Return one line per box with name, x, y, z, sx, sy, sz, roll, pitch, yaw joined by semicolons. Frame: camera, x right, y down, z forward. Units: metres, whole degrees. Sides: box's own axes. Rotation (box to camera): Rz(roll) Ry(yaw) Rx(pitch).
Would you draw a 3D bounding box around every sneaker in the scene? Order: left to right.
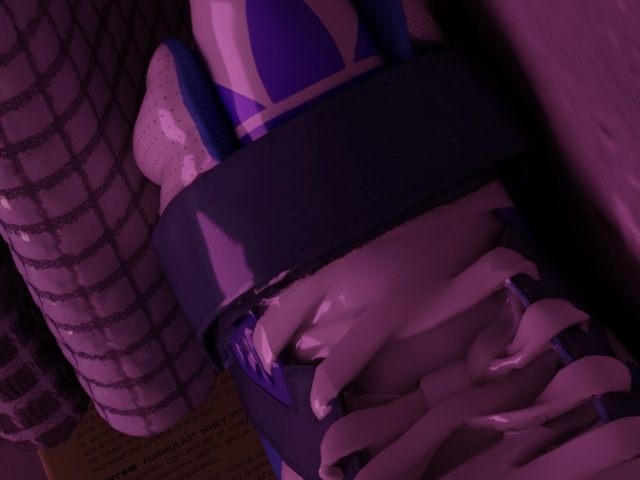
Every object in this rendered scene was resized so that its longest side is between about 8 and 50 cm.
sneaker;0.021;0.028;0.503;0.236;0.130;0.323;60;-178;-19

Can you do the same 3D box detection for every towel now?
towel;-0.111;-0.095;0.700;0.235;0.121;0.283;67;-159;-43

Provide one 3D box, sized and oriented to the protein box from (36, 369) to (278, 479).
protein box;-0.016;0.093;0.842;0.201;0.200;0.136;59;174;41
